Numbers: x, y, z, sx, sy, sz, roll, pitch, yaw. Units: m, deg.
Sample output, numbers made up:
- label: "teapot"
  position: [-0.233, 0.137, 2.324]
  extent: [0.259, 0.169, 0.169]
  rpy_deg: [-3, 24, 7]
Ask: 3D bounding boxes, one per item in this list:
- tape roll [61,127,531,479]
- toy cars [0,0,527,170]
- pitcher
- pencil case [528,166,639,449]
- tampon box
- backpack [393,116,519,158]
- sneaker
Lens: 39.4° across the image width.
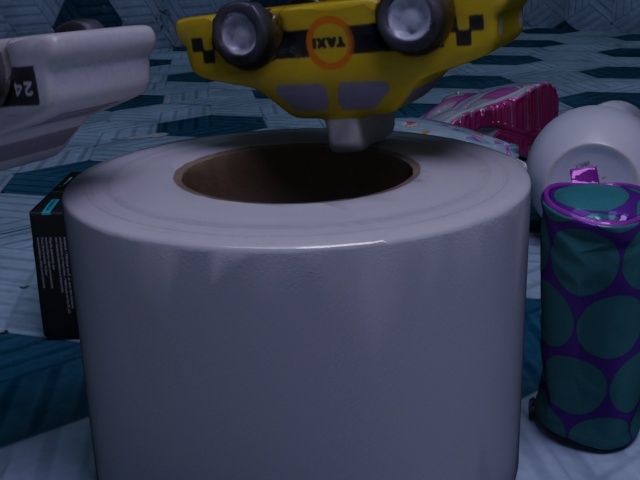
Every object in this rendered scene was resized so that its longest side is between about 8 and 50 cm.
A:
- label: "tape roll"
  position: [-0.010, 0.041, 0.497]
  extent: [0.246, 0.169, 0.246]
  rpy_deg: [-2, 18, 1]
- label: "toy cars"
  position: [-0.077, -0.078, 0.470]
  extent: [0.394, 0.087, 0.176]
  rpy_deg: [-11, 15, -16]
- label: "pitcher"
  position: [0.250, -0.065, 0.898]
  extent: [0.178, 0.125, 0.207]
  rpy_deg: [-27, 7, 23]
- label: "pencil case"
  position: [0.154, 0.041, 0.506]
  extent: [0.065, 0.151, 0.070]
  rpy_deg: [-1, 26, 8]
- label: "tampon box"
  position: [-0.130, 0.007, 0.713]
  extent: [0.161, 0.101, 0.120]
  rpy_deg: [0, 19, 1]
- label: "backpack"
  position: [0.107, -0.060, 0.875]
  extent: [0.152, 0.115, 0.182]
  rpy_deg: [-12, 24, -35]
- label: "sneaker"
  position: [0.214, -0.156, 1.168]
  extent: [0.252, 0.102, 0.111]
  rpy_deg: [-15, 24, -36]
